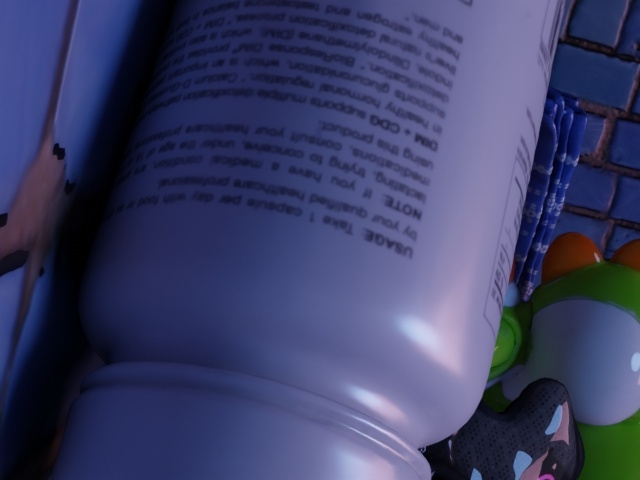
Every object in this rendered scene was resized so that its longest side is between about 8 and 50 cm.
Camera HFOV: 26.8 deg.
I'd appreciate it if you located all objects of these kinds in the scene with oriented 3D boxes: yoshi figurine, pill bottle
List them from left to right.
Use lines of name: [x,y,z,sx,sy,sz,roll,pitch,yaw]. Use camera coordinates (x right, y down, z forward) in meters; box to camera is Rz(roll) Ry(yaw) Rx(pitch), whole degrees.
pill bottle: [-0.002,-0.012,0.536,0.160,0.160,0.283,98,7,-66]
yoshi figurine: [0.094,0.098,0.856,0.203,0.362,0.204,94,8,-55]

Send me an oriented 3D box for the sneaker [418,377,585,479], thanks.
sneaker: [0.026,0.144,0.633,0.185,0.202,0.483,67,21,-73]

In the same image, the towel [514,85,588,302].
towel: [0.045,-0.003,0.988,0.040,0.243,0.336,-29,140,-46]
